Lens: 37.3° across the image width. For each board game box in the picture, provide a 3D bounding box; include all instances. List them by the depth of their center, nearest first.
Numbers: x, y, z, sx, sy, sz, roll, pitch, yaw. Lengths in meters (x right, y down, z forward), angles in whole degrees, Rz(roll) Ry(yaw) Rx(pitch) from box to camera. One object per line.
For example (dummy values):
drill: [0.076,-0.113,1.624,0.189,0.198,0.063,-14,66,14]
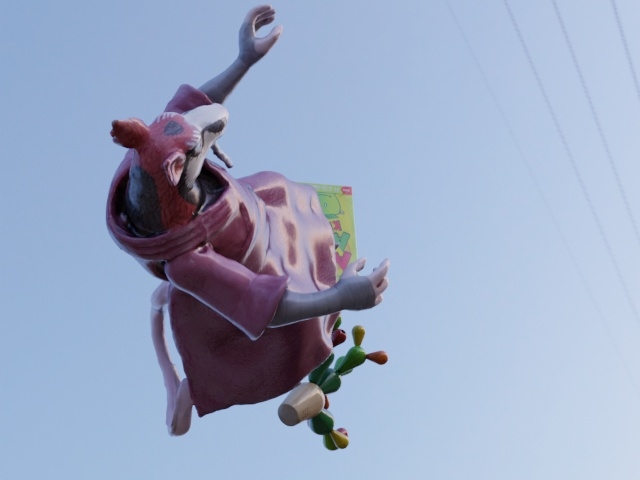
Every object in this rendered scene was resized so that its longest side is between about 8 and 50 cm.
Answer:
board game box: [0.000,0.000,1.286,0.092,0.181,0.043,5,-43,-8]

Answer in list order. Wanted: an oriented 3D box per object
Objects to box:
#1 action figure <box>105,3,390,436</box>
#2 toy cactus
action figure: [-0.099,-0.010,0.790,0.276,0.248,0.370,-23,-25,8]
toy cactus: [0.009,0.214,1.326,0.180,0.112,0.218,-28,-47,-56]
